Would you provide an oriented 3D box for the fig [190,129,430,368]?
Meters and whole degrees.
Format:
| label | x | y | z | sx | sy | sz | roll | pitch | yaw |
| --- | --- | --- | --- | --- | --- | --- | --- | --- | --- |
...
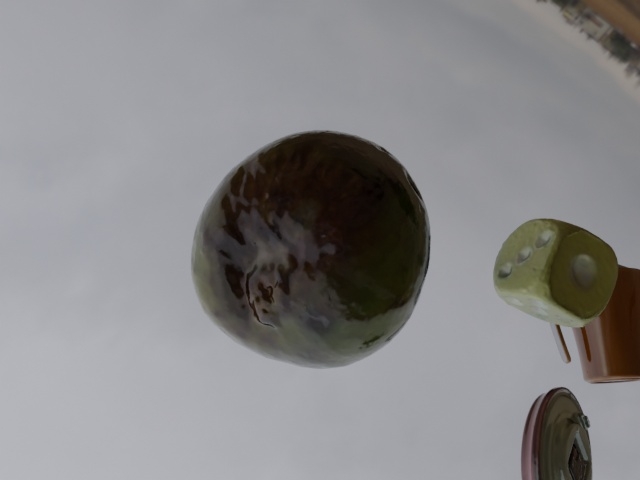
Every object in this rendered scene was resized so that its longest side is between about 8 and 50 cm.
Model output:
| label | x | y | z | sx | sy | sz | roll | pitch | yaw |
| --- | --- | --- | --- | --- | --- | --- | --- | --- | --- |
| fig | 0.000 | 0.000 | 0.563 | 0.181 | 0.181 | 0.191 | 42 | -133 | 10 |

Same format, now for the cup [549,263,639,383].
| label | x | y | z | sx | sy | sz | roll | pitch | yaw |
| --- | --- | --- | --- | --- | --- | --- | --- | --- | --- |
| cup | 0.617 | 0.183 | 1.590 | 0.226 | 0.182 | 0.264 | -1 | -106 | -7 |

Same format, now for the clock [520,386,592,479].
| label | x | y | z | sx | sy | sz | roll | pitch | yaw |
| --- | --- | --- | --- | --- | --- | --- | --- | --- | --- |
| clock | 0.395 | 0.361 | 1.157 | 0.244 | 0.056 | 0.244 | 10 | -103 | -50 |

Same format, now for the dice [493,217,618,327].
| label | x | y | z | sx | sy | sz | roll | pitch | yaw |
| --- | --- | --- | --- | --- | --- | --- | --- | --- | --- |
| dice | 0.457 | 0.063 | 1.399 | 0.169 | 0.166 | 0.169 | 30 | 168 | -20 |
